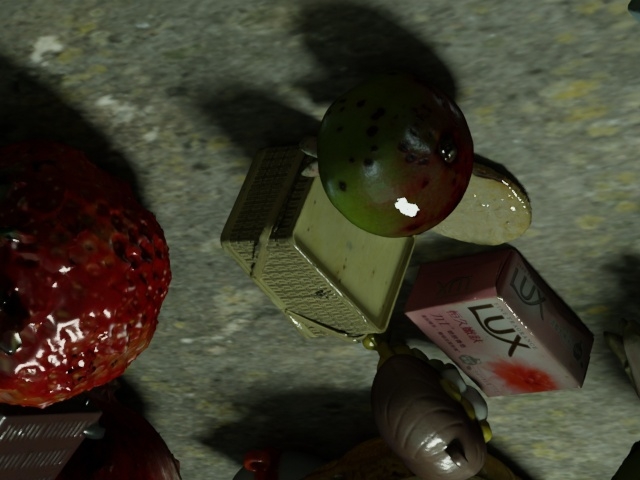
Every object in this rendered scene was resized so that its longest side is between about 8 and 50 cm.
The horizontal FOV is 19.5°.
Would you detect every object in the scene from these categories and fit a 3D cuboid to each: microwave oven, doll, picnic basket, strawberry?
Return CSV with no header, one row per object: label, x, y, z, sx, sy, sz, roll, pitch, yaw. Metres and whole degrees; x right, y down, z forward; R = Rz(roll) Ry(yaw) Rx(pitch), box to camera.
microwave oven,-0.372,0.160,1.830,0.247,0.188,0.178,42,-161,24
doll,0.090,0.141,1.710,0.096,0.188,0.145,-32,150,3
picnic basket,0.000,0.000,1.584,0.079,0.115,0.164,-4,141,38
strawberry,-0.248,0.031,1.695,0.238,0.250,0.288,-47,143,14
doll,-0.010,0.325,2.102,0.200,0.105,0.336,-8,141,19

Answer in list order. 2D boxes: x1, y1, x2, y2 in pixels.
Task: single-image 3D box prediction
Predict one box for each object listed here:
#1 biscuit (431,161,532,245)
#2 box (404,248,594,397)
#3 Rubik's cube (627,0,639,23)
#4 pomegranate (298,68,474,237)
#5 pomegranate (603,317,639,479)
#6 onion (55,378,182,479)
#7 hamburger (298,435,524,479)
biscuit,0.120,-0.032,1.559,0.120,0.015,0.120,15,149,9
box,0.162,0.076,1.663,0.111,0.060,0.156,-13,136,40
Rubik's cube,0.297,-0.174,1.065,0.224,0.213,0.265,5,137,-2
pomegranate,0.051,-0.059,1.455,0.129,0.129,0.159,26,156,-9
pomegranate,0.357,0.198,1.587,0.285,0.285,0.340,-15,103,45
onion,-0.304,0.299,2.050,0.341,0.341,0.341,15,148,10
hamburger,0.108,0.352,1.954,0.290,0.170,0.314,-37,122,26
